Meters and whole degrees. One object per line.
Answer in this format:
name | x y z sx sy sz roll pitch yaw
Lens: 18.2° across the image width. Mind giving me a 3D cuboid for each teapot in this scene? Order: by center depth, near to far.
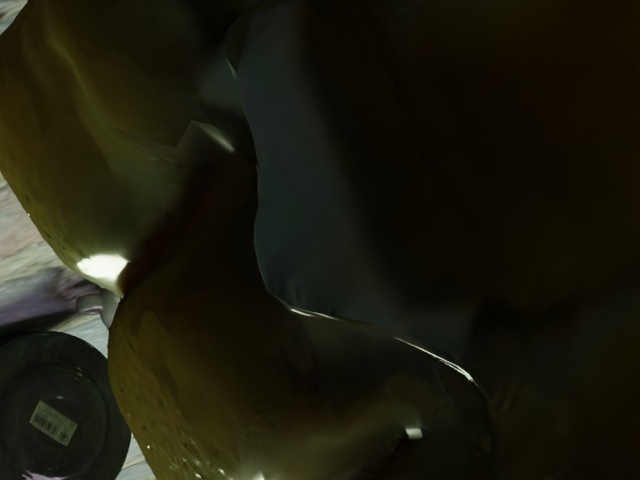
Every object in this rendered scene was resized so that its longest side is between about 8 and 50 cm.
teapot | -0.198 0.118 1.198 0.149 0.111 0.108 -21 -176 -36

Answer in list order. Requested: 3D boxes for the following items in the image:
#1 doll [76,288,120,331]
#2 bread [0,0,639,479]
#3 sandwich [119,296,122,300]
doll | -0.083 0.031 1.149 0.113 0.071 0.135 -5 164 7
bread | 0.059 0.009 0.579 0.300 0.341 0.210 -24 177 33
sandwich | 0.000 0.000 0.983 0.187 0.117 0.144 -23 172 6
